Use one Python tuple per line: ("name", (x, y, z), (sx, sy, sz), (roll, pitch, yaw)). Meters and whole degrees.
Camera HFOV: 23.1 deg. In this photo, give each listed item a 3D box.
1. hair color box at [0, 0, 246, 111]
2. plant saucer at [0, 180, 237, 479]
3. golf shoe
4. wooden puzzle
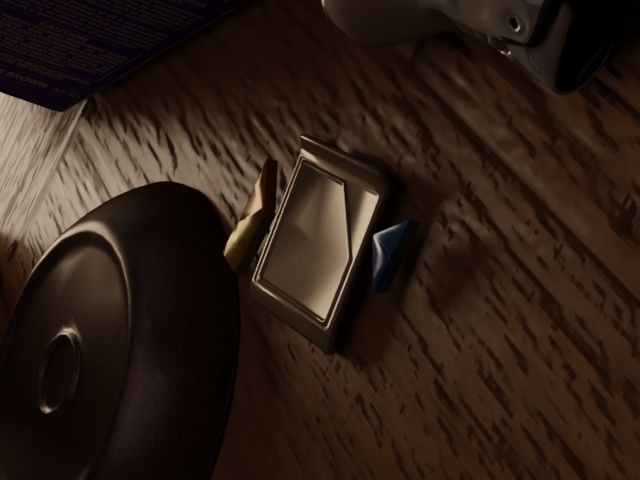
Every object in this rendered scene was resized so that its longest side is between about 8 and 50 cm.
("hair color box", (-0.073, -0.200, 0.714), (0.339, 0.110, 0.185), (-19, 59, 50))
("plant saucer", (-0.106, 0.065, 0.711), (0.198, 0.036, 0.199), (-31, 51, 47))
("golf shoe", (0.058, -0.084, 0.506), (0.176, 0.069, 0.086), (-22, 64, 52))
("wooden puzzle", (0.000, 0.000, 0.603), (0.116, 0.014, 0.079), (42, 116, 55))
